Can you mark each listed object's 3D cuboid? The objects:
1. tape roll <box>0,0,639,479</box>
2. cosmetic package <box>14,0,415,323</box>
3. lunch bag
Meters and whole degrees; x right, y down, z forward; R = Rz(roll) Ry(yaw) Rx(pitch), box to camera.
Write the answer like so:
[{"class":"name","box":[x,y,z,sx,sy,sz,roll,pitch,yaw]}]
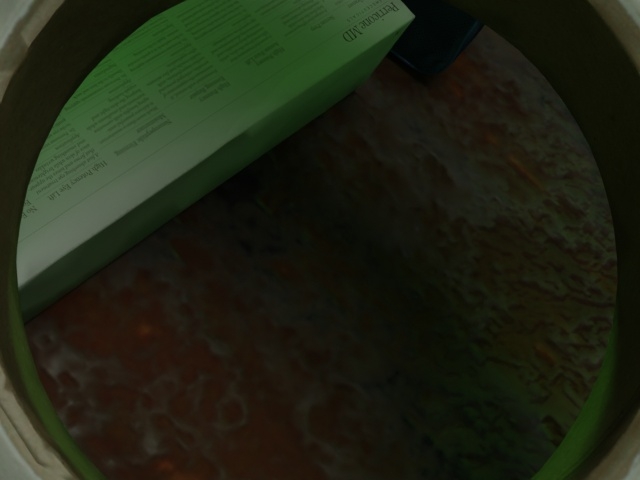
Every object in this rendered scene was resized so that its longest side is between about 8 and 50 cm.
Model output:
[{"class":"tape roll","box":[0.000,0.000,0.382,0.392,0.072,0.392,0,81,-3]},{"class":"cosmetic package","box":[-0.075,-0.058,0.507,0.099,0.060,0.239,47,52,7]},{"class":"lunch bag","box":[0.042,-0.136,0.610,0.098,0.067,0.065,37,51,0]}]
